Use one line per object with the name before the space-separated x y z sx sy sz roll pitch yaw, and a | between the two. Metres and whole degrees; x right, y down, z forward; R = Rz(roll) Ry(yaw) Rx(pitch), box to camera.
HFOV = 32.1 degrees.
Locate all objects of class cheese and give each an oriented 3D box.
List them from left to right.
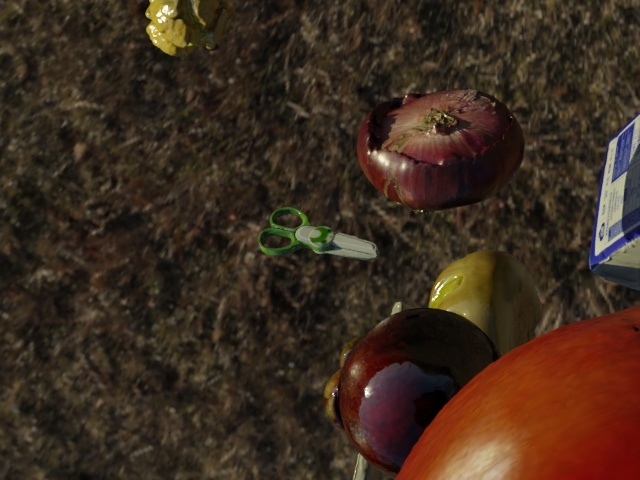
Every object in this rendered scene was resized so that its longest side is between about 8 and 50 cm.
cheese | 0.113 0.311 2.044 0.034 0.085 0.400 11 86 28

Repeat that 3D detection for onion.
onion | 0.175 -0.132 1.639 0.248 0.248 0.161 -3 144 14

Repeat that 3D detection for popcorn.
popcorn | -0.210 -0.379 1.814 0.148 0.167 0.152 31 175 35

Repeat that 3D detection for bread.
bread | 0.256 0.181 1.772 0.160 0.333 0.333 -4 123 26

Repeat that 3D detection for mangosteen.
mangosteen | 0.060 0.106 0.769 0.140 0.140 0.140 6 124 9

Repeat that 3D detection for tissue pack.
tissue pack | 0.553 -0.075 1.835 0.137 0.270 0.209 19 152 -7

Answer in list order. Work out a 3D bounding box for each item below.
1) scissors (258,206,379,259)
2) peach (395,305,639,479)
scissors | 0.000 0.000 1.839 0.204 0.101 0.027 13 144 22
peach | 0.104 0.163 0.437 0.201 0.362 0.258 -28 114 12
